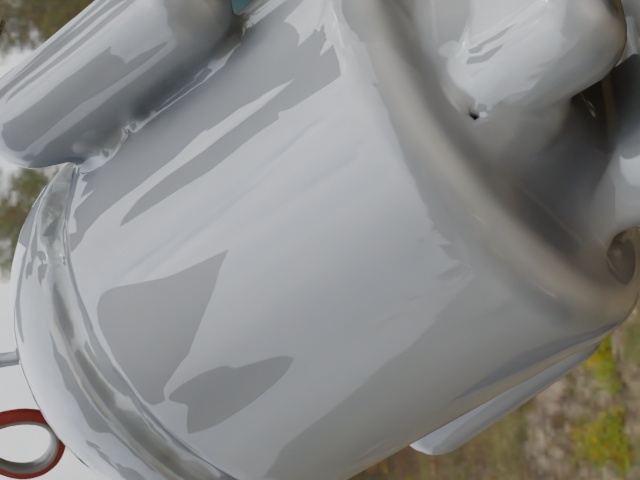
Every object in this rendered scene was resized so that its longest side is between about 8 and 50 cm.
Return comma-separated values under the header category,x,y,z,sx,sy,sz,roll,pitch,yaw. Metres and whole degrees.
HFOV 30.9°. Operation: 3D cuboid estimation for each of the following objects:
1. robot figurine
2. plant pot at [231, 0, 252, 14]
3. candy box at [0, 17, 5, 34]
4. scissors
category,x,y,z,sx,sy,sz,roll,pitch,yaw
robot figurine,0.000,0.000,0.524,0.300,0.353,0.200,41,-148,-26
plant pot,-0.041,-0.287,1.045,0.290,0.195,0.290,-37,46,51
candy box,-0.435,-0.156,0.932,0.087,0.316,0.183,-50,29,41
scissors,-0.316,0.133,0.828,0.109,0.297,0.021,-60,31,1
